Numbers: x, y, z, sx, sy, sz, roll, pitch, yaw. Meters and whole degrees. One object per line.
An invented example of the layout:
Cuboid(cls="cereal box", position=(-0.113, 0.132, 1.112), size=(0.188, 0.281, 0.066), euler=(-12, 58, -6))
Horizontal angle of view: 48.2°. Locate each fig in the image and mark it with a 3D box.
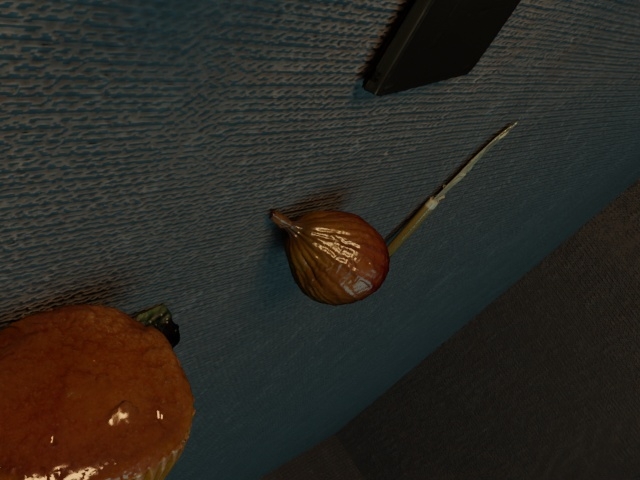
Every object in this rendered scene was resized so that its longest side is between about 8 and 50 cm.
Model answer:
Cuboid(cls="fig", position=(0.005, 0.000, 0.815), size=(0.119, 0.153, 0.119), euler=(-32, -160, 13))

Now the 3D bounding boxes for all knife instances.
Cuboid(cls="knife", position=(0.181, -0.068, 1.059), size=(0.298, 0.017, 0.047), euler=(-50, 159, 28))

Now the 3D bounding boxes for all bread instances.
Cuboid(cls="bread", position=(-0.209, 0.146, 0.614), size=(0.199, 0.199, 0.104), euler=(-20, 156, -40))

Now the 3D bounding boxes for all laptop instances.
Cuboid(cls="laptop", position=(0.132, -0.209, 0.593), size=(0.153, 0.026, 0.207), euler=(-20, 156, -38))

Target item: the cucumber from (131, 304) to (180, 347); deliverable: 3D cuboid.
Cuboid(cls="cucumber", position=(-0.226, 0.144, 0.730), size=(0.211, 0.062, 0.078), euler=(-28, 151, -42))
